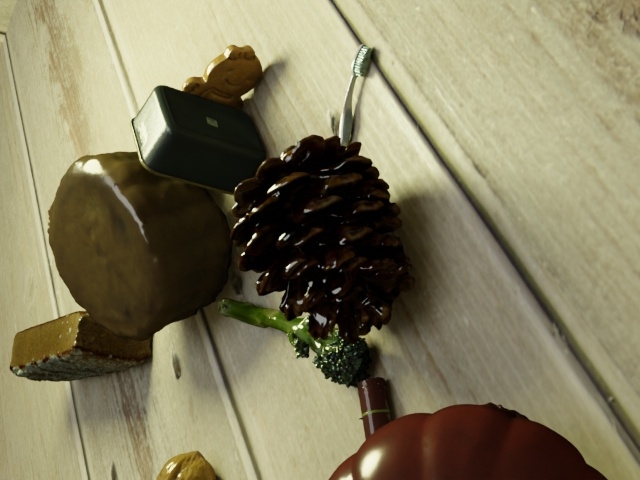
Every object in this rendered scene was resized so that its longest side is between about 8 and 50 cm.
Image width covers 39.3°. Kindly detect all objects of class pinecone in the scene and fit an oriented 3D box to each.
[{"bbox_3d":[0.000,0.000,1.120,0.224,0.224,0.272,-41,64,43],"label":"pinecone"}]

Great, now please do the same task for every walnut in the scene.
[{"bbox_3d":[-0.217,0.401,1.446,0.105,0.105,0.124,4,70,56],"label":"walnut"}]

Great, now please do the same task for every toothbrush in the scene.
[{"bbox_3d":[0.032,-0.148,1.284,0.027,0.021,0.269,27,105,61],"label":"toothbrush"}]

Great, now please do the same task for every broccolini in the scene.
[{"bbox_3d":[-0.061,0.137,1.298,0.392,0.074,0.078,8,81,55],"label":"broccolini"}]

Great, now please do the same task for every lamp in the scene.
[{"bbox_3d":[0.133,0.299,0.802,0.303,0.257,0.303,2,97,18],"label":"lamp"}]

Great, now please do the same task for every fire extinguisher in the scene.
[{"bbox_3d":[0.071,0.238,1.112,0.056,0.039,0.132,94,169,-65],"label":"fire extinguisher"}]

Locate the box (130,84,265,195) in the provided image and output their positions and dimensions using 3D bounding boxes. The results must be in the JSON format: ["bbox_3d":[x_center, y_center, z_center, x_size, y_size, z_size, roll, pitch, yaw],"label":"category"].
[{"bbox_3d":[-0.197,-0.166,1.469,0.090,0.201,0.144,-52,41,29],"label":"box"}]

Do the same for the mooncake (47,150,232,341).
[{"bbox_3d":[-0.306,-0.001,1.531,0.324,0.187,0.324,18,117,40],"label":"mooncake"}]

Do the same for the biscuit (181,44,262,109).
[{"bbox_3d":[-0.169,-0.254,1.520,0.184,0.133,0.027,-34,60,13],"label":"biscuit"}]

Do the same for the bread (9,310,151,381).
[{"bbox_3d":[-0.503,0.225,1.851,0.416,0.165,0.113,-20,65,53],"label":"bread"}]
